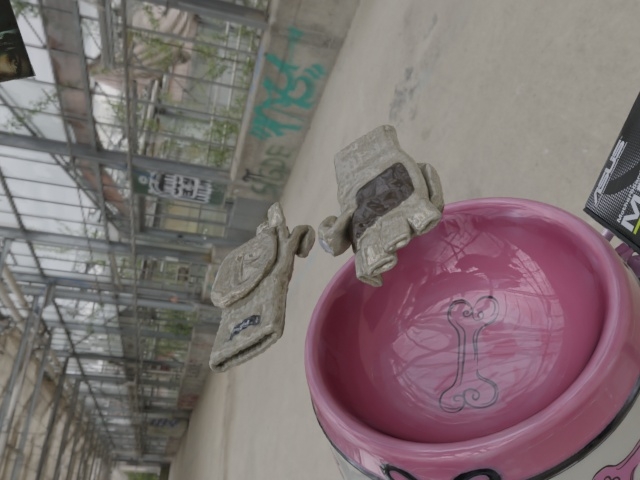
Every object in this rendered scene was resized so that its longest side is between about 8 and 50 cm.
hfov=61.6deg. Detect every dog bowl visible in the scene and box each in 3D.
[{"bbox_3d":[0.162,0.115,0.595,0.150,0.407,0.408,56,-168,-33],"label":"dog bowl"}]

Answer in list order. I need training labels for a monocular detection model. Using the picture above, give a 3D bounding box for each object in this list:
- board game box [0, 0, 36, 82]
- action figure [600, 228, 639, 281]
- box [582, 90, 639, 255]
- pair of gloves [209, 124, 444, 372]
[{"bbox_3d":[-0.353,-0.230,0.480,0.026,0.126,0.186,35,139,48],"label":"board game box"},{"bbox_3d":[0.360,0.103,0.839,0.370,0.248,0.276,-34,36,50],"label":"action figure"},{"bbox_3d":[0.285,-0.077,0.398,0.184,0.045,0.191,-81,6,-68],"label":"box"},{"bbox_3d":[0.000,0.000,0.495,0.240,0.042,0.204,-36,29,11],"label":"pair of gloves"}]
